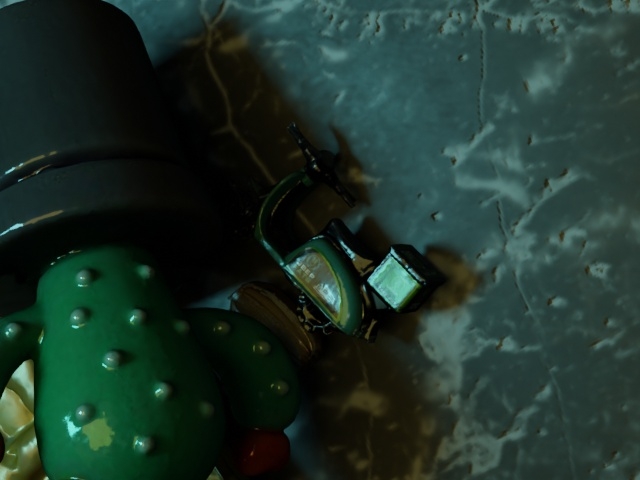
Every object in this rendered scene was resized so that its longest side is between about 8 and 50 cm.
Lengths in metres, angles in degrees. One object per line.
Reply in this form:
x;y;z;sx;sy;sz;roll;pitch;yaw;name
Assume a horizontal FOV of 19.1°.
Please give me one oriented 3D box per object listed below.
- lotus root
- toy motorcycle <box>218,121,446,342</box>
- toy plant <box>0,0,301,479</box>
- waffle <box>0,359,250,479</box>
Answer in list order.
-0.029;0.059;1.407;0.083;0.030;0.037;41;110;20;lotus root
0.000;0.000;1.378;0.173;0.058;0.100;47;107;19;toy motorcycle
-0.146;0.033;1.325;0.185;0.279;0.400;-31;60;28;toy plant
-0.203;0.245;1.456;0.348;0.077;0.304;-38;78;15;waffle
